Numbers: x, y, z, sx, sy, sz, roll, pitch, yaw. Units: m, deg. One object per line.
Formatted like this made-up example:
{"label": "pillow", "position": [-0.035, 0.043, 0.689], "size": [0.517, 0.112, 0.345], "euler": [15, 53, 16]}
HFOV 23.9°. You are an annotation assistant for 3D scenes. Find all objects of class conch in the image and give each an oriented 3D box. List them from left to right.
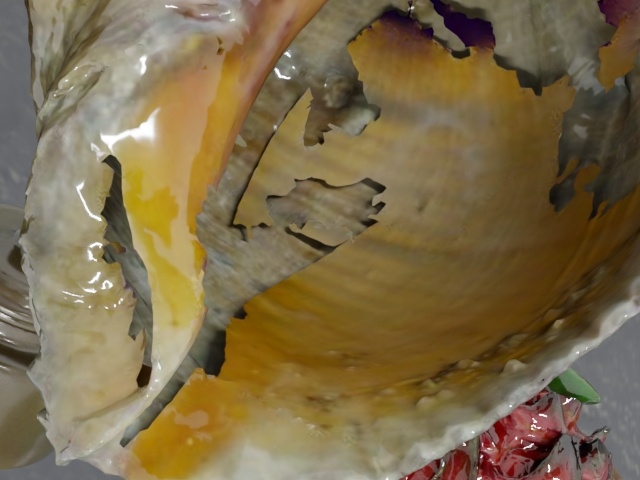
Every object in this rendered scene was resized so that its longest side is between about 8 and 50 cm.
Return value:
{"label": "conch", "position": [0.012, -0.058, 0.600], "size": [0.297, 0.210, 0.352], "euler": [11, 81, 14]}

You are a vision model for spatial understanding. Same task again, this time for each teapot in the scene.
{"label": "teapot", "position": [-0.247, 0.049, 1.125], "size": [0.185, 0.268, 0.175], "euler": [45, 116, 31]}

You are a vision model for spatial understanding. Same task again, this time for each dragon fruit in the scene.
{"label": "dragon fruit", "position": [0.116, 0.222, 1.222], "size": [0.234, 0.234, 0.293], "euler": [15, 90, 17]}

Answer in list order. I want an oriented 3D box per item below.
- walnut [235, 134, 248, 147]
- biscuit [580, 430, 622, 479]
{"label": "walnut", "position": [0.001, -0.009, 1.641], "size": [0.277, 0.282, 0.253], "euler": [5, 51, -34]}
{"label": "biscuit", "position": [0.239, 0.218, 1.497], "size": [0.039, 0.236, 0.180], "euler": [-39, 22, 20]}
